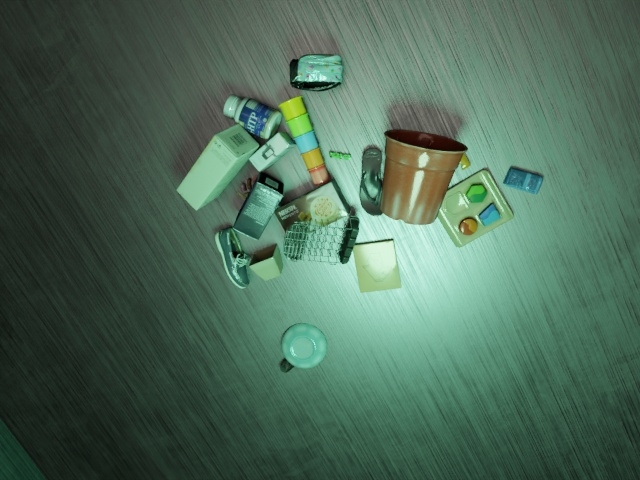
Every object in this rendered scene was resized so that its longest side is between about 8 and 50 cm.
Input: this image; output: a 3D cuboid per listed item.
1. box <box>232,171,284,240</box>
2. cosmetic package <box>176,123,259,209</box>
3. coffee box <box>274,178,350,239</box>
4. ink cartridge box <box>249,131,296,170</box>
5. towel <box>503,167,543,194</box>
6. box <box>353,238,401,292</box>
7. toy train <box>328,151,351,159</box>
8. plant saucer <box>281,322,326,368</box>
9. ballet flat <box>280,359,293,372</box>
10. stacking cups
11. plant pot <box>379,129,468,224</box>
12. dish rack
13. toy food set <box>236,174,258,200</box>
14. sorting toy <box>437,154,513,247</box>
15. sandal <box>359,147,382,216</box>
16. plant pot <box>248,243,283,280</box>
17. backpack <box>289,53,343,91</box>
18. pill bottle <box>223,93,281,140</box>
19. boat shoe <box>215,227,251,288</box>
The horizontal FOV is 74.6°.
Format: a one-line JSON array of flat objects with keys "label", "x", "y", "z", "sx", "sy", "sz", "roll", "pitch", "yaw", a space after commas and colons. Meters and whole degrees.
[{"label": "box", "x": -0.230, "y": -0.130, "z": 1.574, "sx": 0.108, "sy": 0.153, "sz": 0.207, "roll": 27, "pitch": 109, "yaw": -14}, {"label": "cosmetic package", "x": -0.374, "y": -0.262, "z": 1.521, "sx": 0.113, "sy": 0.160, "sz": 0.309, "roll": 47, "pitch": 126, "yaw": -6}, {"label": "coffee box", "x": -0.029, "y": -0.113, "z": 1.582, "sx": 0.247, "sy": 0.098, "sz": 0.141, "roll": -24, "pitch": 101, "yaw": 16}, {"label": "ink cartridge box", "x": -0.173, "y": -0.327, "z": 1.538, "sx": 0.150, "sy": 0.109, "sz": 0.063, "roll": -37, "pitch": 95, "yaw": 18}, {"label": "towel", "x": 0.707, "y": -0.208, "z": 1.463, "sx": 0.119, "sy": 0.029, "sz": 0.067, "roll": 17, "pitch": 108, "yaw": 5}, {"label": "box", "x": 0.221, "y": 0.101, "z": 1.644, "sx": 0.164, "sy": 0.021, "sz": 0.201, "roll": -8, "pitch": 104, "yaw": 12}, {"label": "toy train", "x": 0.071, "y": -0.311, "z": 1.550, "sx": 0.083, "sy": 0.017, "sz": 0.023, "roll": 9, "pitch": 118, "yaw": 7}, {"label": "plant saucer", "x": -0.072, "y": 0.448, "z": 1.765, "sx": 0.195, "sy": 0.037, "sz": 0.195, "roll": 0, "pitch": 92, "yaw": 7}, {"label": "ballet flat", "x": -0.108, "y": 0.507, "z": 1.817, "sx": 0.173, "sy": 0.049, "sz": 0.057, "roll": -40, "pitch": 83, "yaw": 12}, {"label": "stacking cups", "x": -0.046, "y": -0.354, "z": 1.516, "sx": 0.096, "sy": 0.096, "sz": 0.316, "roll": -20, "pitch": 102, "yaw": 15}, {"label": "plant pot", "x": 0.322, "y": -0.210, "z": 1.421, "sx": 0.272, "sy": 0.272, "sz": 0.265, "roll": 12, "pitch": 116, "yaw": 6}, {"label": "dish rack", "x": 0.000, "y": 0.000, "z": 1.547, "sx": 0.272, "sy": 0.074, "sz": 0.208, "roll": 4, "pitch": 133, "yaw": -11}, {"label": "toy food set", "x": -0.272, "y": -0.207, "z": 1.638, "sx": 0.078, "sy": 0.019, "sz": 0.122, "roll": 43, "pitch": 108, "yaw": -4}, {"label": "sorting toy", "x": 0.517, "y": -0.149, "z": 1.507, "sx": 0.229, "sy": 0.041, "sz": 0.307, "roll": -31, "pitch": 99, "yaw": 17}, {"label": "sandal", "x": 0.186, "y": -0.208, "z": 1.540, "sx": 0.097, "sy": 0.054, "sz": 0.254, "roll": -4, "pitch": 105, "yaw": 11}, {"label": "plant pot", "x": -0.207, "y": 0.096, "z": 1.677, "sx": 0.109, "sy": 0.109, "sz": 0.096, "roll": -21, "pitch": 114, "yaw": 15}, {"label": "backpack", "x": -0.014, "y": -0.570, "z": 1.424, "sx": 0.182, "sy": 0.152, "sz": 0.115, "roll": -1, "pitch": 116, "yaw": -2}, {"label": "pill bottle", "x": -0.246, "y": -0.448, "z": 1.514, "sx": 0.187, "sy": 0.112, "sz": 0.112, "roll": 25, "pitch": 109, "yaw": 2}, {"label": "boat shoe", "x": -0.338, "y": 0.070, "z": 1.697, "sx": 0.079, "sy": 0.095, "sz": 0.254, "roll": -18, "pitch": 94, "yaw": 26}]
